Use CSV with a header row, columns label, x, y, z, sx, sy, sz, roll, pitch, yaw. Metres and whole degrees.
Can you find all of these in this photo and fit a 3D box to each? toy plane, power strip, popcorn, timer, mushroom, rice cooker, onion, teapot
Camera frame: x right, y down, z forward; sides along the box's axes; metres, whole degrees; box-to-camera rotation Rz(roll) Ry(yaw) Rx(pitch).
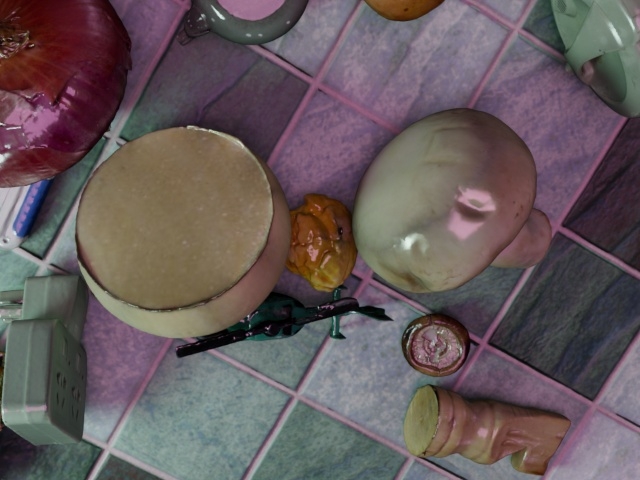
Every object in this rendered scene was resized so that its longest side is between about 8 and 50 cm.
label,x,y,z,sx,sy,sz,roll,pitch,yaw
toy plane,-0.070,0.130,1.461,0.381,0.155,0.106,-2,101,-21
power strip,-0.464,0.188,1.408,0.141,0.229,0.261,-2,68,-3
popcorn,0.000,0.000,1.444,0.148,0.152,0.167,22,64,-38
timer,-0.579,-0.106,1.407,0.253,0.078,0.178,25,98,-8
mushroom,0.214,-0.078,1.375,0.356,0.315,0.315,-26,105,-36
rice cooker,0.516,-0.352,1.341,0.277,0.288,0.288,-30,102,0
mushroom,0.206,0.184,1.540,0.123,0.052,0.123,1,100,3
onion,-0.431,-0.229,1.316,0.347,0.285,0.348,-9,66,20
teapot,-0.111,-0.407,1.361,0.294,0.129,0.193,-38,102,1

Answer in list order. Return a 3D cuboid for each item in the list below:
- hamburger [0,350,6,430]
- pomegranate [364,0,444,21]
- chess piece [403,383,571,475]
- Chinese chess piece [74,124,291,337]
label,x,y,z,sx,sy,sz,roll,pitch,yaw
hamburger,-0.615,0.308,1.457,0.156,0.144,0.283,16,95,-1
pomegranate,0.130,-0.440,1.342,0.191,0.191,0.191,-1,101,-4
chess piece,0.309,0.344,1.558,0.300,0.137,0.137,12,100,-18
Chinese chess piece,-0.214,-0.016,1.350,0.338,0.140,0.338,-3,67,6
